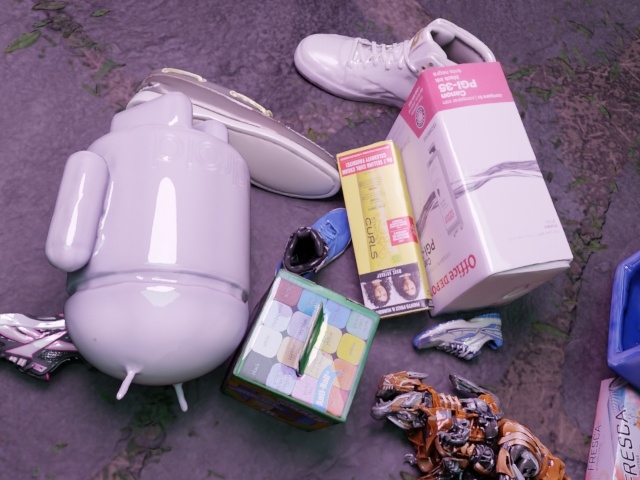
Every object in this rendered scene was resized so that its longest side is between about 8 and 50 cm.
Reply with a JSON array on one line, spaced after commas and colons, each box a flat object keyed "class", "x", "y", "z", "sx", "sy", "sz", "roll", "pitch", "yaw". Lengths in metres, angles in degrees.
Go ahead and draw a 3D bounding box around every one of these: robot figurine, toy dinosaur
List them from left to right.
[{"class": "robot figurine", "x": -0.181, "y": 0.010, "z": 0.734, "sx": 0.199, "sy": 0.300, "sz": 0.354, "roll": -15, "pitch": 66, "yaw": 30}, {"class": "toy dinosaur", "x": 0.208, "y": 0.279, "z": 0.772, "sx": 0.321, "sy": 0.164, "sz": 0.218, "roll": 15, "pitch": 48, "yaw": 17}]

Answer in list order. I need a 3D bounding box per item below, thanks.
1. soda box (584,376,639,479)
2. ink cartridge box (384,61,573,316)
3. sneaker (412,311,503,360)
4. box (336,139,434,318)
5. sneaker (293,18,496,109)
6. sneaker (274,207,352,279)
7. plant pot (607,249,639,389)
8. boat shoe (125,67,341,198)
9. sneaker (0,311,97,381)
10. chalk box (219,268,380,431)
[{"class": "soda box", "x": 0.404, "y": 0.277, "z": 0.853, "sx": 0.058, "sy": 0.063, "sz": 0.183, "roll": 23, "pitch": 66, "yaw": -5}, {"class": "ink cartridge box", "x": 0.196, "y": -0.060, "z": 0.860, "sx": 0.117, "sy": 0.207, "sz": 0.283, "roll": -8, "pitch": 71, "yaw": -14}, {"class": "sneaker", "x": 0.192, "y": 0.137, "z": 0.870, "sx": 0.135, "sy": 0.052, "sz": 0.058, "roll": -9, "pitch": 76, "yaw": -15}, {"class": "box", "x": 0.087, "y": -0.013, "z": 0.868, "sx": 0.087, "sy": 0.058, "sz": 0.232, "roll": -12, "pitch": 79, "yaw": 15}, {"class": "sneaker", "x": 0.112, "y": -0.278, "z": 0.950, "sx": 0.292, "sy": 0.169, "sz": 0.108, "roll": 16, "pitch": 68, "yaw": -5}, {"class": "sneaker", "x": 0.001, "y": 0.001, "z": 0.861, "sx": 0.058, "sy": 0.084, "sz": 0.152, "roll": 45, "pitch": 67, "yaw": 7}, {"class": "plant pot", "x": 0.548, "y": 0.107, "z": 0.838, "sx": 0.212, "sy": 0.236, "sz": 0.236, "roll": 39, "pitch": 44, "yaw": -4}, {"class": "boat shoe", "x": -0.107, "y": -0.150, "z": 0.883, "sx": 0.305, "sy": 0.109, "sz": 0.091, "roll": 21, "pitch": 52, "yaw": -11}, {"class": "sneaker", "x": -0.338, "y": 0.127, "z": 0.746, "sx": 0.178, "sy": 0.072, "sz": 0.077, "roll": -3, "pitch": 71, "yaw": -13}, {"class": "chalk box", "x": -0.022, "y": 0.128, "z": 0.733, "sx": 0.132, "sy": 0.213, "sz": 0.132, "roll": 26, "pitch": 67, "yaw": -5}]
